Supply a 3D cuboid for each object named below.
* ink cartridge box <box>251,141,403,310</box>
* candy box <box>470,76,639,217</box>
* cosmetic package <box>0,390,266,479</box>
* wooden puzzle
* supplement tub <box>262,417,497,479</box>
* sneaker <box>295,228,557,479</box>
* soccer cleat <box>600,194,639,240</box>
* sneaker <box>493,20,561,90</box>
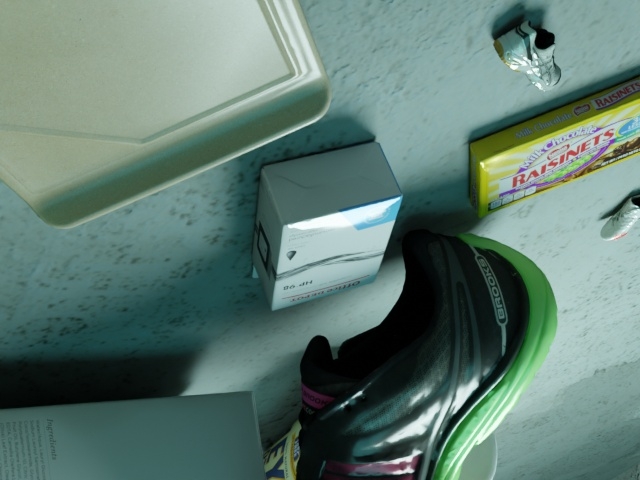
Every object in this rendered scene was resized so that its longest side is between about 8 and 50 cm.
[{"bbox_3d":[0.000,0.000,0.796,0.104,0.060,0.180,-15,151,-16],"label":"ink cartridge box"},{"bbox_3d":[0.236,-0.090,0.846,0.206,0.027,0.105,-22,149,-2],"label":"candy box"},{"bbox_3d":[-0.254,0.247,0.910,0.366,0.155,0.197,4,158,-38],"label":"cosmetic package"},{"bbox_3d":[-0.122,-0.115,0.534,0.221,0.044,0.238,-24,148,3],"label":"wooden puzzle"},{"bbox_3d":[0.056,0.313,1.197,0.236,0.235,0.325,-1,145,-34],"label":"supplement tub"},{"bbox_3d":[0.042,0.201,0.914,0.202,0.185,0.482,30,86,-15],"label":"sneaker"},{"bbox_3d":[0.349,-0.031,1.033,0.083,0.029,0.036,-37,140,19],"label":"soccer cleat"},{"bbox_3d":[0.169,-0.142,0.702,0.037,0.031,0.083,-39,149,28],"label":"sneaker"}]
